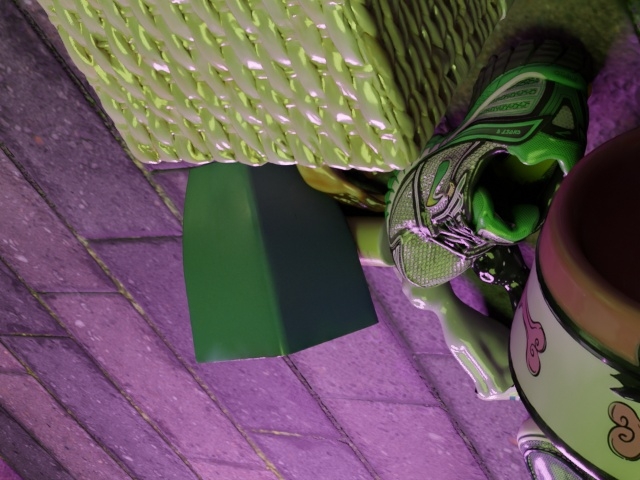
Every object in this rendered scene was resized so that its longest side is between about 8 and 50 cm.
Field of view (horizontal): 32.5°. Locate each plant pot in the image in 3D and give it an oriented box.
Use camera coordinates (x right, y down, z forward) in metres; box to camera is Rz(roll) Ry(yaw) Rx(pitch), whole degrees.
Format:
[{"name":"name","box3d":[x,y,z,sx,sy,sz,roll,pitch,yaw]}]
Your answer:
[{"name":"plant pot","box3d":[-0.065,0.011,1.325,0.166,0.165,0.234,-12,92,45]}]

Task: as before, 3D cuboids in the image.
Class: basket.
[{"name":"basket","box3d":[-0.051,-0.253,0.929,0.328,0.266,0.331,4,138,32]}]

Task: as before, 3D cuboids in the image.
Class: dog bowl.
[{"name":"dog bowl","box3d":[0.358,0.036,0.896,0.408,0.408,0.150,12,130,26]}]

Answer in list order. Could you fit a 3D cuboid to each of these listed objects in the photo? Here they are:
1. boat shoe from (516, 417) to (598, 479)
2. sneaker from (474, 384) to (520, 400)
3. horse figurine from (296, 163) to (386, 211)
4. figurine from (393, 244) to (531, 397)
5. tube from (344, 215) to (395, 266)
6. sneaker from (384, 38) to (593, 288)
[{"name":"boat shoe","box3d":[0.377,0.407,1.552,0.340,0.158,0.127,45,143,-21]},{"name":"sneaker","box3d":[0.277,0.201,1.452,0.161,0.057,0.075,-22,115,47]},{"name":"horse figurine","box3d":[0.027,-0.117,1.228,0.174,0.066,0.263,12,140,16]},{"name":"figurine","box3d":[0.205,0.077,1.338,0.209,0.092,0.215,49,143,-11]},{"name":"tube","box3d":[0.000,0.000,1.409,0.240,0.062,0.070,4,95,41]},{"name":"sneaker","box3d":[0.153,-0.045,1.112,0.134,0.146,0.343,17,144,-9]}]
